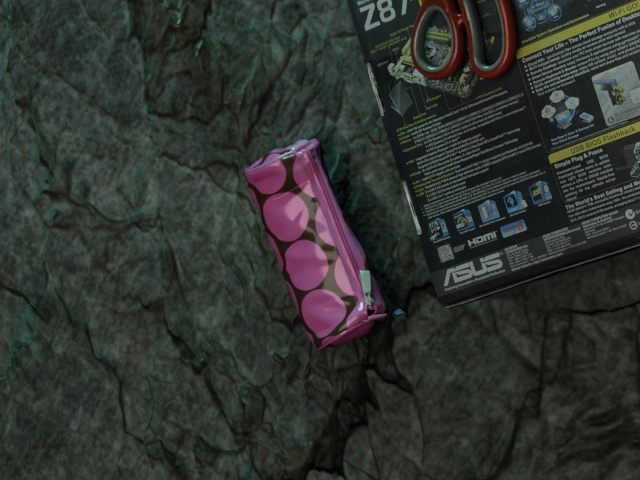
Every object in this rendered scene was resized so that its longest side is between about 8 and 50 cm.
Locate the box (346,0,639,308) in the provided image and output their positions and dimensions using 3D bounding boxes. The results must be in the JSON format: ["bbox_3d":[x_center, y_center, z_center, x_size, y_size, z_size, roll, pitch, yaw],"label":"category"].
[{"bbox_3d":[0.238,-0.143,1.537,0.395,0.097,0.318,-21,86,34],"label":"box"}]

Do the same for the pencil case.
[{"bbox_3d":[0.000,0.000,1.722,0.209,0.095,0.098,65,159,6],"label":"pencil case"}]

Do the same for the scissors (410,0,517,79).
[{"bbox_3d":[0.109,-0.285,1.549,0.109,0.021,0.297,-13,85,38],"label":"scissors"}]
